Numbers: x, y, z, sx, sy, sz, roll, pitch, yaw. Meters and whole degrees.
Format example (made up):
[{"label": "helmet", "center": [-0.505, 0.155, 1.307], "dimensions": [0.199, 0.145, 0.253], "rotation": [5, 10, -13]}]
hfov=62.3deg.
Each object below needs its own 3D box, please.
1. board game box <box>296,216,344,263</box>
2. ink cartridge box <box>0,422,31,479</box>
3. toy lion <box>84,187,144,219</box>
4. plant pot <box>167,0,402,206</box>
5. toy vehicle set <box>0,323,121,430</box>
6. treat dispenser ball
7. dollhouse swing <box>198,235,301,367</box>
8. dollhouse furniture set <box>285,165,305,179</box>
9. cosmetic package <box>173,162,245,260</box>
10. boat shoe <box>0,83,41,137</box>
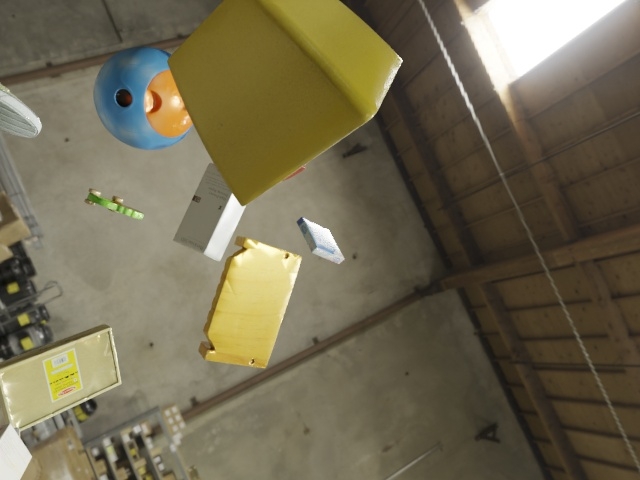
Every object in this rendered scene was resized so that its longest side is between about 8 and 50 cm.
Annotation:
[{"label": "board game box", "center": [0.000, 0.000, 1.099], "dimensions": [0.020, 0.090, 0.090], "rotation": [-43, -130, 21]}, {"label": "ink cartridge box", "center": [-0.596, 0.406, 0.945], "dimensions": [0.143, 0.092, 0.089], "rotation": [-104, 178, -68]}, {"label": "toy lion", "center": [-0.424, -0.070, 1.107], "dimensions": [0.096, 0.034, 0.100], "rotation": [23, 0, 28]}, {"label": "plant pot", "center": [-0.052, -0.206, 0.650], "dimensions": [0.212, 0.212, 0.187], "rotation": [-29, -69, 32]}, {"label": "toy vehicle set", "center": [-0.620, 0.324, 1.269], "dimensions": [0.035, 0.267, 0.165], "rotation": [13, -68, 40]}, {"label": "treat dispenser ball", "center": [-0.495, -0.405, 1.520], "dimensions": [0.288, 0.288, 0.288], "rotation": [48, -29, 38]}, {"label": "dollhouse swing", "center": [-0.263, 0.166, 1.615], "dimensions": [0.305, 0.315, 0.346], "rotation": [14, -95, 46]}, {"label": "dollhouse furniture set", "center": [-0.058, -0.333, 1.475], "dimensions": [0.374, 0.152, 0.201], "rotation": [-25, -111, 41]}, {"label": "cosmetic package", "center": [-0.280, -0.075, 1.398], "dimensions": [0.117, 0.231, 0.085], "rotation": [20, -8, 27]}, {"label": "boat shoe", "center": [-0.841, -0.375, 1.326], "dimensions": [0.109, 0.302, 0.094], "rotation": [-31, -141, 35]}]
